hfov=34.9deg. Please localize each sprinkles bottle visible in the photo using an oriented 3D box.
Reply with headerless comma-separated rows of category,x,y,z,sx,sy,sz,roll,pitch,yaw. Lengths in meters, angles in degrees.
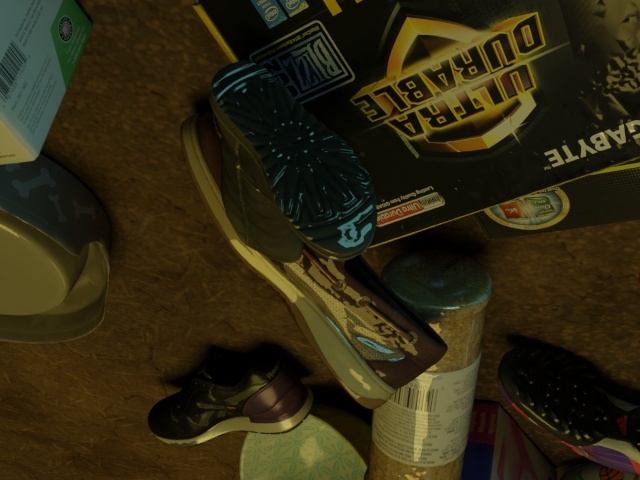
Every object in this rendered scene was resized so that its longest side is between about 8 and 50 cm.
sprinkles bottle,0.118,0.186,1.165,0.121,0.121,0.355,8,122,8

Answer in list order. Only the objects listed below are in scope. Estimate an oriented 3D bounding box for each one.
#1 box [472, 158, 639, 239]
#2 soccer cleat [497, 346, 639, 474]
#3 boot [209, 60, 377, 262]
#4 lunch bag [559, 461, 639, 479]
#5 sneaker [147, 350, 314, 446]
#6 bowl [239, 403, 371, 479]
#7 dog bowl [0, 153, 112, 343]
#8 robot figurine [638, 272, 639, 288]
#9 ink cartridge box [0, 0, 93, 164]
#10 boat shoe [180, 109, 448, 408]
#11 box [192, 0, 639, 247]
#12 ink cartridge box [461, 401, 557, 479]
box,0.233,-0.099,0.866,0.270,0.060,0.216,-8,141,29
soccer cleat,0.334,0.231,1.303,0.318,0.109,0.116,25,150,-23
boot,-0.028,-0.026,0.815,0.076,0.190,0.208,-25,158,-18
lunch bag,0.469,0.433,1.434,0.303,0.243,0.115,-15,138,35
sneaker,-0.152,0.212,1.467,0.283,0.107,0.124,-15,124,31
bowl,0.032,0.367,1.534,0.156,0.289,0.289,-16,173,-46
dog bowl,-0.405,-0.006,1.190,0.348,0.102,0.349,8,147,5
robot figurine,0.406,0.031,0.926,0.219,0.128,0.158,5,154,-12
ink cartridge box,-0.295,-0.189,0.816,0.092,0.160,0.219,-4,143,23
boat shoe,0.000,0.000,0.994,0.123,0.123,0.342,-34,94,14
box,0.096,-0.148,0.744,0.322,0.079,0.257,-19,113,40
ink cartridge box,0.231,0.402,1.391,0.071,0.324,0.330,-9,142,31
